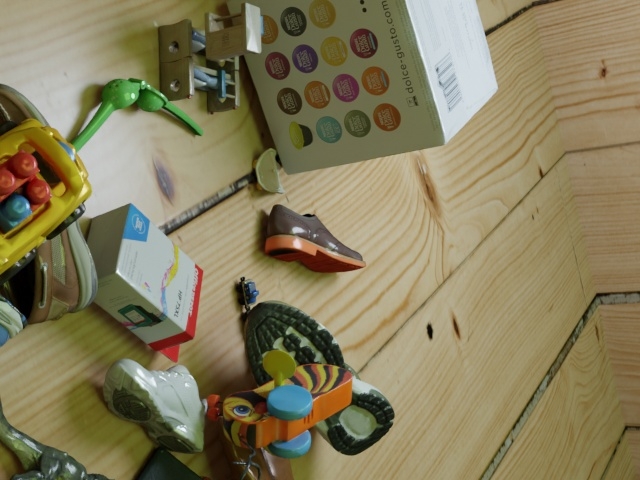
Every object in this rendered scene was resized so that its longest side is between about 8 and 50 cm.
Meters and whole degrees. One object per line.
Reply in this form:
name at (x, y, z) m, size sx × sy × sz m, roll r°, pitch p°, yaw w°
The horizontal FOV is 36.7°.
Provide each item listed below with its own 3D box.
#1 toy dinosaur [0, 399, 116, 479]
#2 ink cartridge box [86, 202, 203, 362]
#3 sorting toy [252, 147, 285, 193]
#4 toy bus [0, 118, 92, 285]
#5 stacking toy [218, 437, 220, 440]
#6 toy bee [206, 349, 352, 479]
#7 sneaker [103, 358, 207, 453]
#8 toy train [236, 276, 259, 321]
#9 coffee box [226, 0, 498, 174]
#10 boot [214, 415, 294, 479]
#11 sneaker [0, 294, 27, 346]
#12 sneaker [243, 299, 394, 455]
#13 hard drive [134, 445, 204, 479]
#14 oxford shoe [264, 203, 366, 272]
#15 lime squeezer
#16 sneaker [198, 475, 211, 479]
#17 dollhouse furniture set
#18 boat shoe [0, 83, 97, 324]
toy dinosaur at (-0.371, 0.317, 1.281) m, size 0.268 × 0.064 × 0.118 m, roll 51°, pitch 40°, yaw -36°
ink cartridge box at (-0.250, 0.069, 1.441) m, size 0.231 × 0.078 × 0.134 m, roll 48°, pitch 33°, yaw -41°
sorting toy at (-0.086, -0.118, 1.767) m, size 0.075 × 0.044 × 0.083 m, roll 17°, pitch 60°, yaw -67°
toy bus at (-0.344, -0.060, 1.091) m, size 0.149 × 0.211 × 0.220 m, roll 51°, pitch 54°, yaw -11°
stacking toy at (-0.113, 0.415, 1.644) m, size 0.167 × 0.052 × 0.221 m, roll 33°, pitch 59°, yaw -49°
toy bee at (-0.088, 0.259, 1.497) m, size 0.298 × 0.162 × 0.195 m, roll -3°, pitch 110°, yaw -59°
sneaker at (-0.246, 0.229, 1.461) m, size 0.232 × 0.090 × 0.115 m, roll 59°, pitch 35°, yaw -46°
toy train at (-0.116, 0.140, 1.688) m, size 0.027 × 0.036 × 0.158 m, roll -22°, pitch 104°, yaw -54°
coffee box at (0.089, -0.354, 1.776) m, size 0.338 × 0.334 × 0.338 m, roll -45°, pitch 121°, yaw -54°
boot at (-0.112, 0.412, 1.531) m, size 0.264 × 0.096 × 0.281 m, roll -8°, pitch 81°, yaw -50°
sneaker at (-0.456, 0.063, 1.169) m, size 0.211 × 0.080 × 0.081 m, roll 48°, pitch 71°, yaw -25°
sneaker at (-0.033, 0.228, 1.709) m, size 0.158 × 0.182 × 0.410 m, roll -42°, pitch 131°, yaw -7°
hard drive at (-0.242, 0.391, 1.451) m, size 0.094 × 0.022 × 0.135 m, roll 41°, pitch 48°, yaw -9°
oxford shoe at (0.000, 0.000, 1.829) m, size 0.271 × 0.096 × 0.099 m, roll 22°, pitch 62°, yaw -52°
lime squeezer at (-0.277, -0.197, 1.483) m, size 0.310 × 0.058 × 0.110 m, roll -22°, pitch 103°, yaw -55°
sneaker at (-0.218, 0.443, 1.496) m, size 0.067 × 0.064 × 0.175 m, roll 85°, pitch 28°, yaw -45°
dollhouse furniture set at (-0.151, -0.289, 1.565) m, size 0.129 × 0.183 × 0.129 m, roll 4°, pitch 83°, yaw -55°
boat shoe at (-0.390, -0.041, 1.247) m, size 0.116 × 0.123 × 0.325 m, roll -34°, pitch 112°, yaw -50°
